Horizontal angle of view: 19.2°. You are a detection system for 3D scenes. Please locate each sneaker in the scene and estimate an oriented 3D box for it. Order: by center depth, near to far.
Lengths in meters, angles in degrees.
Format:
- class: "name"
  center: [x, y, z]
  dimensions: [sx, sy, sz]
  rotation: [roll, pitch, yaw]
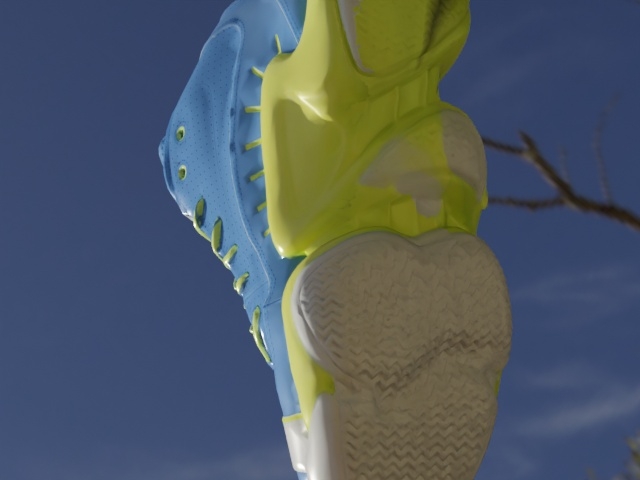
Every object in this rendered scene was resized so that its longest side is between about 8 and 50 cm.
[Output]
- class: "sneaker"
  center: [0.000, 0.000, 0.700]
  dimensions: [0.091, 0.126, 0.240]
  rotation: [18, -113, -36]
